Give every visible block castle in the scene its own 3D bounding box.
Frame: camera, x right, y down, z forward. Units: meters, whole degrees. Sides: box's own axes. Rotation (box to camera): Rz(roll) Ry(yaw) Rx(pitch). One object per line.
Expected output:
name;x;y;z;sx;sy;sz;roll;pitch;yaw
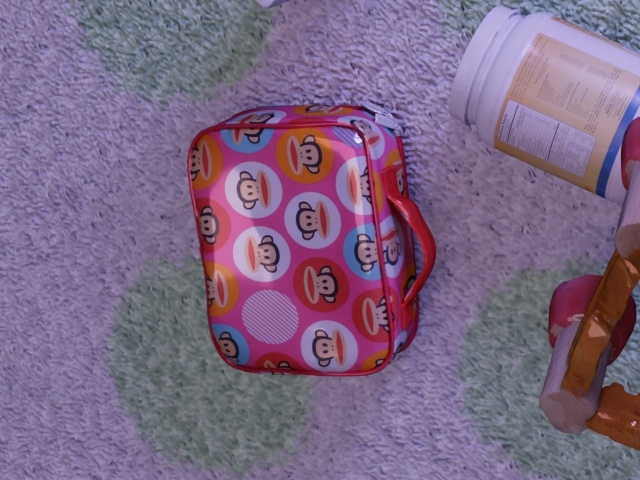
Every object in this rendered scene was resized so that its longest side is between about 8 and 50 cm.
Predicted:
block castle;0.448;0.079;1.566;0.453;0.213;0.303;20;131;5

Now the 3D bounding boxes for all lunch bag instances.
lunch bag;0.000;0.000;1.861;0.258;0.120;0.293;0;105;24

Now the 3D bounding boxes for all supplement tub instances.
supplement tub;0.241;-0.137;1.698;0.199;0.144;0.144;26;114;16

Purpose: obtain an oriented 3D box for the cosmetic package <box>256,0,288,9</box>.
cosmetic package;-0.003;-0.310;1.708;0.085;0.231;0.117;47;118;5
